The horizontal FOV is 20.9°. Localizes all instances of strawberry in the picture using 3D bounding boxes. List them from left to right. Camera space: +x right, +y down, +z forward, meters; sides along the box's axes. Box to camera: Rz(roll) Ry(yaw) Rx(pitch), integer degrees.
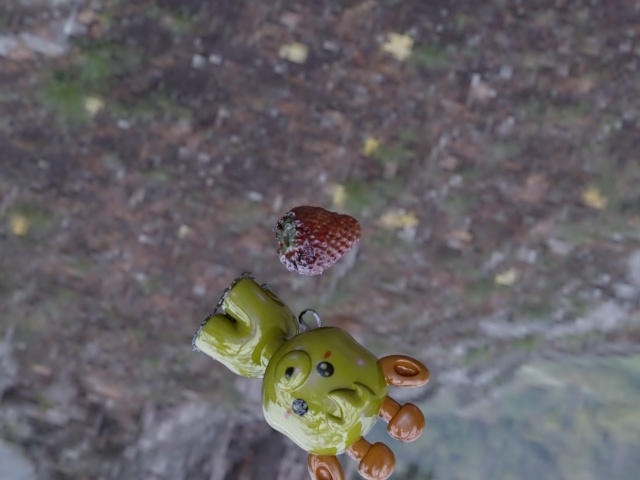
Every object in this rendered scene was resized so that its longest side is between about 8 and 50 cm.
[{"bbox_3d":[0.000,0.000,1.662,0.083,0.073,0.073,0,171,-24],"label":"strawberry"}]

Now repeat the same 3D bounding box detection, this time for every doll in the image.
[{"bbox_3d":[-0.008,0.127,1.550,0.221,0.143,0.135,35,177,22],"label":"doll"}]
